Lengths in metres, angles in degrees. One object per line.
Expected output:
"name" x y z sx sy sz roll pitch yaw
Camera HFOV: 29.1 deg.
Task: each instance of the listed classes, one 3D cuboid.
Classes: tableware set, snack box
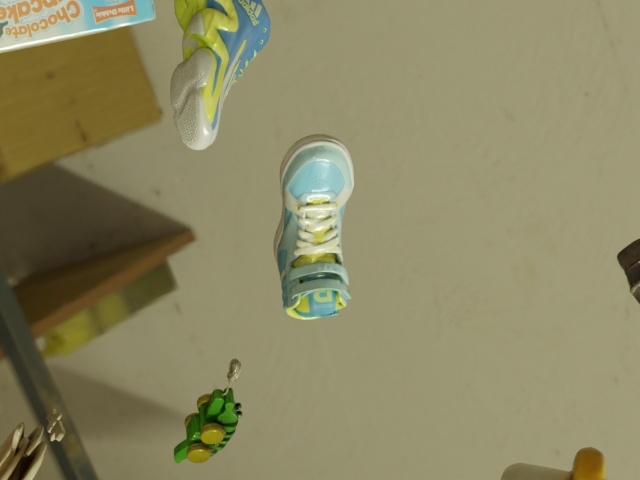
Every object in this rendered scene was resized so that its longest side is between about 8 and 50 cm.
"tableware set" -0.283 0.201 1.099 0.128 0.039 0.194 -56 -169 -10
"snack box" -0.328 -0.196 1.133 0.321 0.060 0.187 -15 -167 -18

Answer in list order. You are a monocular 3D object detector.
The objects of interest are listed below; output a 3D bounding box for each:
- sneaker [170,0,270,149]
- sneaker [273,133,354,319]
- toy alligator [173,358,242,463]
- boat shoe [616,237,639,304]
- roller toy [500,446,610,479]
"sneaker" -0.112 -0.227 1.510 0.126 0.240 0.091 3 175 -34
"sneaker" 0.000 0.000 1.966 0.127 0.319 0.208 -3 -132 -9
"toy alligator" -0.117 0.209 1.459 0.190 0.051 0.056 -56 -149 35
"boat shoe" 0.515 0.002 1.673 0.132 0.130 0.355 -42 168 36
"roller toy" 0.250 0.336 1.292 0.146 0.191 0.209 9 -123 11
